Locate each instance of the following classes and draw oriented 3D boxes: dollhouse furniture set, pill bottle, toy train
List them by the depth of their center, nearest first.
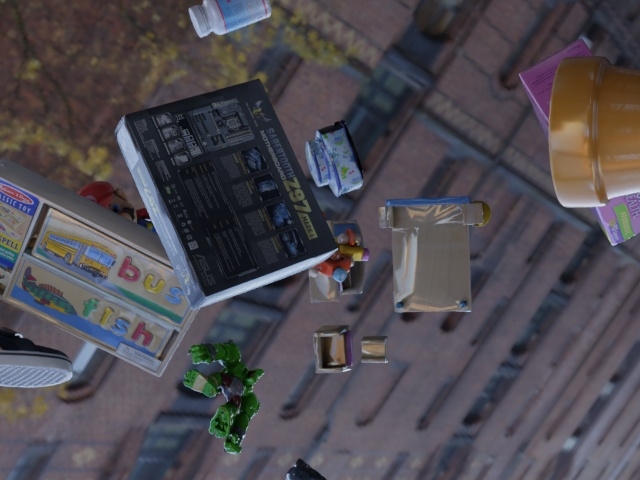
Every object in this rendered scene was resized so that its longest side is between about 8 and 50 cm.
[{"bbox_3d":[0.000,0.000,1.608,0.125,0.046,0.166,-10,-150,-42],"label":"toy train"},{"bbox_3d":[0.151,0.072,1.951,0.303,0.286,0.198,-4,-179,15],"label":"dollhouse furniture set"},{"bbox_3d":[-0.191,-0.486,2.390,0.087,0.160,0.087,157,90,-80],"label":"pill bottle"}]

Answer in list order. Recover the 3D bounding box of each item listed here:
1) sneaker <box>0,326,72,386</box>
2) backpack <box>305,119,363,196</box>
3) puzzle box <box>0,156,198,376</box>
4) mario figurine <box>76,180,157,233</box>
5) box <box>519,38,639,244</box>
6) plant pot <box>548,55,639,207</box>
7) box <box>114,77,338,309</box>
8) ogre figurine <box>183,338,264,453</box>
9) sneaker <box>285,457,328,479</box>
[{"bbox_3d":[-0.599,0.186,2.012,0.321,0.127,0.126,2,152,-6],"label":"sneaker"},{"bbox_3d":[0.023,-0.134,1.960,0.105,0.084,0.114,105,143,-80],"label":"backpack"},{"bbox_3d":[-0.403,0.054,1.952,0.409,0.272,0.052,27,-142,-7],"label":"puzzle box"},{"bbox_3d":[-0.370,0.000,2.310,0.320,0.170,0.198,40,-144,-33],"label":"mario figurine"},{"bbox_3d":[0.441,-0.154,1.806,0.213,0.117,0.243,49,-166,-53],"label":"box"},{"bbox_3d":[0.420,-0.145,1.512,0.188,0.205,0.205,2,173,24],"label":"plant pot"},{"bbox_3d":[-0.109,-0.057,1.315,0.232,0.183,0.059,65,152,8],"label":"box"},{"bbox_3d":[-0.158,0.257,1.958,0.197,0.097,0.118,55,-147,1],"label":"ogre figurine"},{"bbox_3d":[-0.021,0.461,1.830,0.110,0.122,0.283,36,154,33],"label":"sneaker"}]
